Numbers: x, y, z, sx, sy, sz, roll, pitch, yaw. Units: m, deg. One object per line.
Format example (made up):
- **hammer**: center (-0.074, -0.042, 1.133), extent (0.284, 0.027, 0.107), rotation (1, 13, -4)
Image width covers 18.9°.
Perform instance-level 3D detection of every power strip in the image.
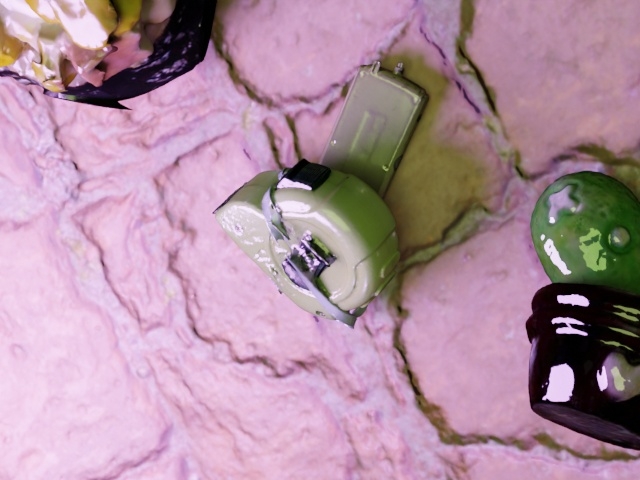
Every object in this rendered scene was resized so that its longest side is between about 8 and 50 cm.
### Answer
- **power strip**: center (0.048, -0.099, 1.884), extent (0.076, 0.028, 0.169), rotation (28, 105, 12)

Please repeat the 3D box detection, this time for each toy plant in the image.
- **toy plant**: center (0.279, 0.063, 1.774), extent (0.218, 0.175, 0.235), rotation (21, 74, 6)

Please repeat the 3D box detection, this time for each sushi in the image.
- **sushi**: center (-0.257, -0.297, 1.818), extent (0.329, 0.285, 0.327), rotation (15, 100, 15)

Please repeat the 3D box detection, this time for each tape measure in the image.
- **tape measure**: center (0.000, 0.000, 1.855), extent (0.177, 0.087, 0.154), rotation (46, 137, -7)
